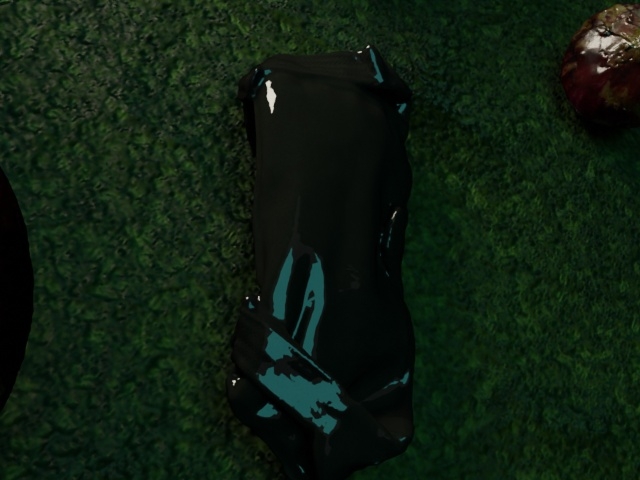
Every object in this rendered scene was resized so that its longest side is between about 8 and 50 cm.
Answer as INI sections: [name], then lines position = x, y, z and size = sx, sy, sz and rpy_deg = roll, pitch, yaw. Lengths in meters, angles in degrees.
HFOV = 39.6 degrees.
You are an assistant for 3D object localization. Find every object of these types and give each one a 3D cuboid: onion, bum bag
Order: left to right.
[bum bag]
position = 0.000, 0.000, 0.581
size = 0.142, 0.079, 0.326
rpy_deg = 18, 57, -24
[onion]
position = 0.258, -0.145, 0.754
size = 0.107, 0.097, 0.107
rpy_deg = -7, 70, 20

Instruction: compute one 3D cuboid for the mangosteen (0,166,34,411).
[mangosteen]
position = -0.238, 0.015, 0.380
size = 0.216, 0.216, 0.216
rpy_deg = 10, 63, -20
